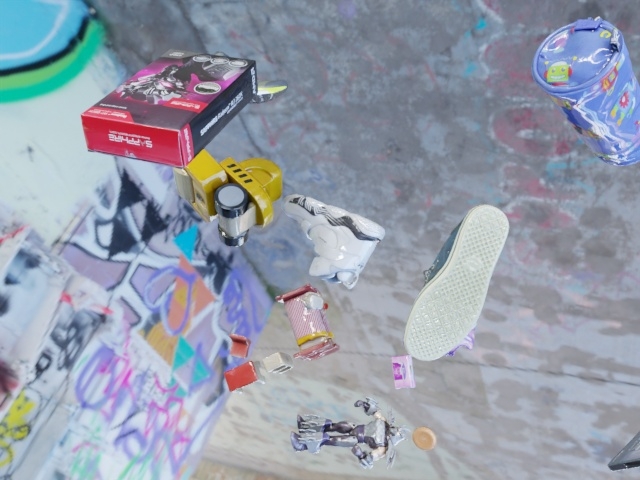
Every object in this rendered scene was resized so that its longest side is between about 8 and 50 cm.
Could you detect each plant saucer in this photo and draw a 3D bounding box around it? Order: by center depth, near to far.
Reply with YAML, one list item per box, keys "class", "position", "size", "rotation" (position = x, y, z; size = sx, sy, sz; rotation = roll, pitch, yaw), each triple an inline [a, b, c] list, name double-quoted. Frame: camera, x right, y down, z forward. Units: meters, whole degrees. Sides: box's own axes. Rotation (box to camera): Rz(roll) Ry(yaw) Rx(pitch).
- class: "plant saucer"
  position: [0.345, 0.660, 2.263]
  size: [0.084, 0.013, 0.083]
  rotation: [6, 105, 24]

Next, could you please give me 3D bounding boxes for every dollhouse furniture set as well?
- class: "dollhouse furniture set"
  position: [-0.146, 0.305, 2.086]
  size: [0.374, 0.201, 0.152]
  rotation: [-25, 160, 9]

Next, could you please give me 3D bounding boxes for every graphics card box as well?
- class: "graphics card box"
  position: [-0.313, -0.298, 1.481]
  size: [0.233, 0.371, 0.094]
  rotation: [12, 128, 17]

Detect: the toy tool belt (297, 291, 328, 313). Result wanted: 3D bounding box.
- class: "toy tool belt"
  position: [-0.021, 0.165, 1.810]
  size: [0.051, 0.052, 0.083]
  rotation: [2, 163, 34]

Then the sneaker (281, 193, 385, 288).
- class: "sneaker"
  position: [0.000, 0.000, 1.995]
  size: [0.366, 0.210, 0.137]
  rotation: [21, 177, 35]

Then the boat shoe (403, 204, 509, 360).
- class: "boat shoe"
  position: [0.399, 0.128, 2.020]
  size: [0.187, 0.499, 0.156]
  rotation: [27, 176, -1]

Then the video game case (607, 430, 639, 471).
- class: "video game case"
  position: [0.866, 0.501, 1.716]
  size: [0.026, 0.196, 0.274]
  rotation: [52, 156, 13]

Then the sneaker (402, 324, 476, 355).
- class: "sneaker"
  position: [0.375, 0.315, 2.124]
  size: [0.237, 0.104, 0.095]
  rotation: [-11, -179, 7]

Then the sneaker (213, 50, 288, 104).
- class: "sneaker"
  position: [-0.233, -0.427, 1.770]
  size: [0.300, 0.121, 0.111]
  rotation: [4, 180, -10]

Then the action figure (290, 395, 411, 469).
- class: "action figure"
  position: [0.078, 0.474, 1.666]
  size: [0.285, 0.185, 0.099]
  rotation: [-5, 122, 11]

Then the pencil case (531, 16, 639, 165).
- class: "pencil case"
  position: [0.429, -0.223, 1.037]
  size: [0.119, 0.133, 0.306]
  rotation: [26, -179, 40]

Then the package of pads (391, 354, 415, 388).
- class: "package of pads"
  position: [0.209, 0.333, 1.721]
  size: [0.050, 0.083, 0.032]
  rotation: [-13, 169, 31]

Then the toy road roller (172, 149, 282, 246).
- class: "toy road roller"
  position: [-0.261, -0.165, 2.022]
  size: [0.329, 0.241, 0.202]
  rotation: [43, 153, 22]
